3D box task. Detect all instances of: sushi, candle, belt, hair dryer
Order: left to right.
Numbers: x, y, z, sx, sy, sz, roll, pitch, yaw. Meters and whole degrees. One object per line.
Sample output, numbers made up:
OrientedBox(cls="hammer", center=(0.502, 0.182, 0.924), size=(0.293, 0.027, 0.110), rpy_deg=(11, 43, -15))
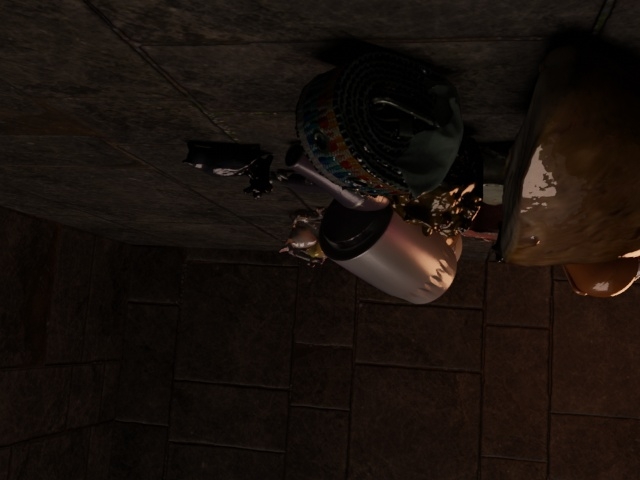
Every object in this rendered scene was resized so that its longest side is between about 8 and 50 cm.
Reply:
OrientedBox(cls="hair dryer", center=(-0.030, -0.155, 1.721), size=(0.301, 0.121, 0.361), rpy_deg=(21, 169, -38))
OrientedBox(cls="belt", center=(0.096, -0.171, 1.061), size=(0.258, 0.206, 0.150), rpy_deg=(18, 169, -31))
OrientedBox(cls="sushi", center=(0.220, -0.121, 1.398), size=(0.213, 0.203, 0.200), rpy_deg=(14, 173, -28))
OrientedBox(cls="candle", center=(0.490, -0.067, 1.977), size=(0.317, 0.131, 0.287), rpy_deg=(11, 176, 31))

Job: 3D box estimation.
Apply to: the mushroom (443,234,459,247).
OrientedBox(cls="mushroom", center=(0.318, -0.023, 2.169), size=(0.255, 0.184, 0.255), rpy_deg=(7, -160, -3))

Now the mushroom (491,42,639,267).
OrientedBox(cls="mushroom", center=(0.433, -0.120, 1.039), size=(0.314, 0.224, 0.397), rpy_deg=(3, 155, 12))

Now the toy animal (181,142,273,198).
OrientedBox(cls="toy animal", center=(-0.212, -0.182, 1.600), size=(0.210, 0.121, 0.117), rpy_deg=(14, 151, -21))

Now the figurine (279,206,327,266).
OrientedBox(cls="figurine", center=(-0.002, -0.014, 2.493), size=(0.316, 0.206, 0.284), rpy_deg=(2, -179, -42))

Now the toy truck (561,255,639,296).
OrientedBox(cls="toy truck", center=(0.557, 0.006, 1.296), size=(0.265, 0.239, 0.189), rpy_deg=(10, 140, -23))

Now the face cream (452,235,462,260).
OrientedBox(cls="face cream", center=(0.391, 0.015, 2.450), size=(0.153, 0.177, 0.177), rpy_deg=(10, 171, -35))

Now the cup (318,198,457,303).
OrientedBox(cls="cup", center=(0.195, 0.010, 1.886), size=(0.253, 0.253, 0.372), rpy_deg=(-4, 151, 46))

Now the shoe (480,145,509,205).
OrientedBox(cls="shoe", center=(0.376, -0.142, 1.455), size=(0.159, 0.124, 0.316), rpy_deg=(20, 176, -14))

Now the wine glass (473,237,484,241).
OrientedBox(cls="wine glass", center=(0.507, -0.052, 2.209), size=(0.093, 0.092, 0.202), rpy_deg=(1, 173, 24))
